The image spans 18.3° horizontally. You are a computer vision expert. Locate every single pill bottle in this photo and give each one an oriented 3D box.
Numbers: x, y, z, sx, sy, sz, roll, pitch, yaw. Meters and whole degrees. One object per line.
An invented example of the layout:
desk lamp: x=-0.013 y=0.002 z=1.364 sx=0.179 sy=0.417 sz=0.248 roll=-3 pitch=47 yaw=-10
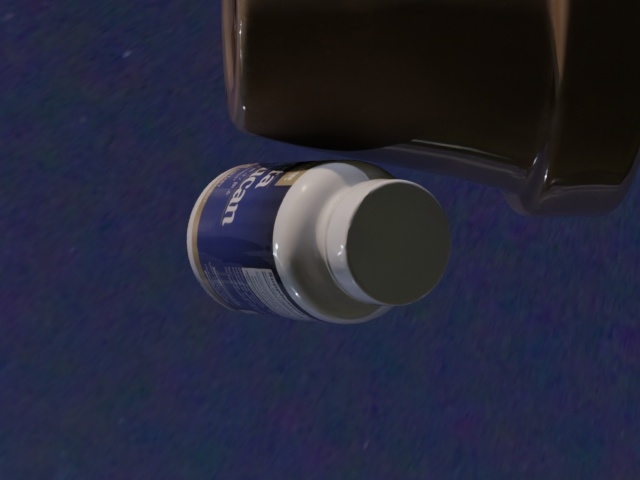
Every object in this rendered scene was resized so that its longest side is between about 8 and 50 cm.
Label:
pill bottle: x=0.000 y=0.000 z=1.145 sx=0.169 sy=0.094 sz=0.094 roll=1 pitch=-66 yaw=59

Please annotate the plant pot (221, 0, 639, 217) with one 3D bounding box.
plant pot: x=0.059 y=-0.143 z=1.181 sx=0.229 sy=0.263 sz=0.263 roll=-1 pitch=-72 yaw=-7
